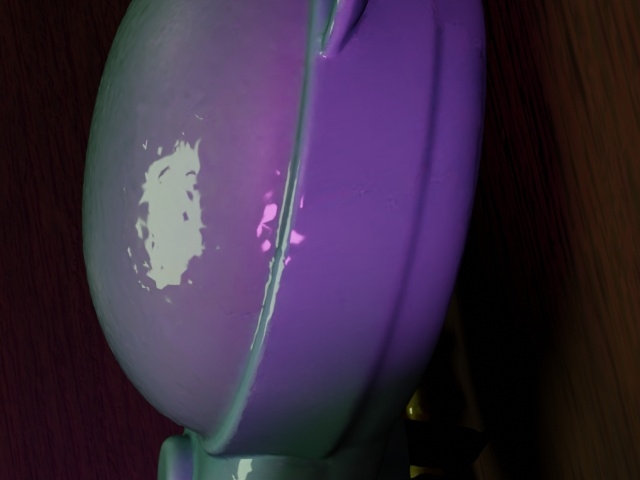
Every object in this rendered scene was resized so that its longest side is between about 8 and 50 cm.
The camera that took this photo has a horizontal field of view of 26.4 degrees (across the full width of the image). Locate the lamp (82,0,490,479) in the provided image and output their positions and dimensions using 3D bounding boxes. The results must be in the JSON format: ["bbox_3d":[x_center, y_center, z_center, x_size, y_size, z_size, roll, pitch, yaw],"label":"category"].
[{"bbox_3d":[-0.012,0.000,0.502,0.209,0.147,0.284,-106,7,-67],"label":"lamp"}]

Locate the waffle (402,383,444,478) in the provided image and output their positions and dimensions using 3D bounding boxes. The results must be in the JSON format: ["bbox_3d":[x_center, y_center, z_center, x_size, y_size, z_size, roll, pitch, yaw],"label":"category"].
[{"bbox_3d":[0.025,0.076,0.726,0.231,0.051,0.228,-110,12,-49],"label":"waffle"}]
